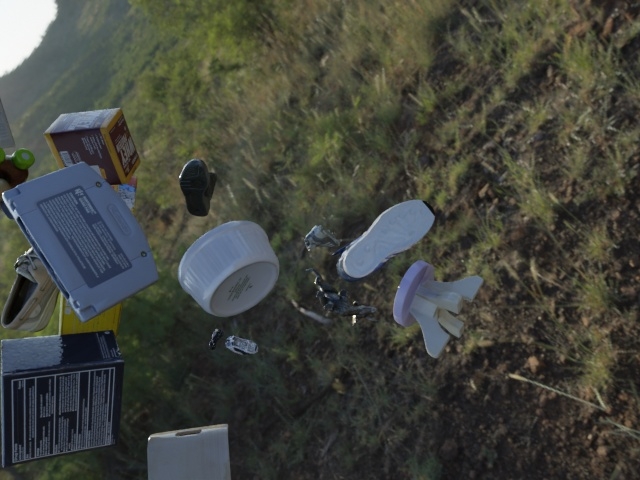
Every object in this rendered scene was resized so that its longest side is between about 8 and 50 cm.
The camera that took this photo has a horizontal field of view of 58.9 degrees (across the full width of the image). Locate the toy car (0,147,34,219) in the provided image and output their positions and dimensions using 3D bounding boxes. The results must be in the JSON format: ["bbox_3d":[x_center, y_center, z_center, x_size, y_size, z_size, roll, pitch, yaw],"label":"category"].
[{"bbox_3d":[-0.832,-0.128,1.484,0.155,0.148,0.189,-27,74,33],"label":"toy car"}]

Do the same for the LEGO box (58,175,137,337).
[{"bbox_3d":[-0.759,0.074,1.931,0.373,0.193,0.500,-102,28,-42],"label":"LEGO box"}]

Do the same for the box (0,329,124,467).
[{"bbox_3d":[-0.715,0.424,1.563,0.182,0.293,0.297,38,123,52],"label":"box"}]

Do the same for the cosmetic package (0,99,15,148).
[{"bbox_3d":[-0.935,-0.375,1.568,0.127,0.107,0.238,31,130,53],"label":"cosmetic package"}]

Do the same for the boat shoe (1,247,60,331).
[{"bbox_3d":[-0.680,0.074,1.372,0.109,0.098,0.303,18,87,25],"label":"boat shoe"}]

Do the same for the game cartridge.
[{"bbox_3d":[-0.470,-0.006,1.151,0.198,0.297,0.062,-31,-2,-42],"label":"game cartridge"}]

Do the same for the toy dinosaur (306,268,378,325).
[{"bbox_3d":[0.047,0.215,2.048,0.313,0.160,0.121,26,73,33],"label":"toy dinosaur"}]

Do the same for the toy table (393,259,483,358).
[{"bbox_3d":[0.313,0.176,1.543,0.160,0.274,0.252,28,84,26],"label":"toy table"}]

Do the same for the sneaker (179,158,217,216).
[{"bbox_3d":[-0.356,-0.183,1.658,0.228,0.087,0.130,97,176,-58],"label":"sneaker"}]

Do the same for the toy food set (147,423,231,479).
[{"bbox_3d":[-0.352,0.679,1.562,0.092,0.219,0.307,115,149,-78],"label":"toy food set"}]

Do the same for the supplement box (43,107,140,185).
[{"bbox_3d":[-0.679,-0.276,1.705,0.193,0.192,0.129,-4,38,7],"label":"supplement box"}]

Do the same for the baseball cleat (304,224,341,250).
[{"bbox_3d":[0.000,0.000,2.218,0.109,0.206,0.072,-39,59,10],"label":"baseball cleat"}]

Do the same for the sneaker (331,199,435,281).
[{"bbox_3d":[0.183,0.005,1.715,0.322,0.130,0.236,-38,-2,-7],"label":"sneaker"}]

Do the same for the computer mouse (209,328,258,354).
[{"bbox_3d":[-0.346,0.421,2.271,0.106,0.192,0.042,-82,15,-58],"label":"computer mouse"}]

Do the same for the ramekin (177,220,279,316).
[{"bbox_3d":[-0.232,0.087,1.515,0.273,0.272,0.127,-49,60,17],"label":"ramekin"}]
